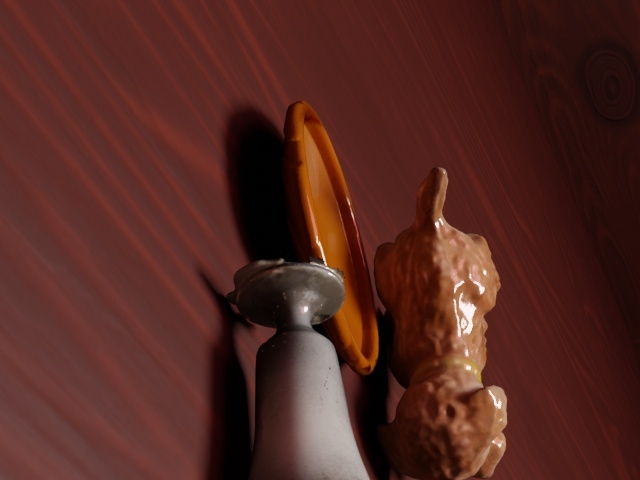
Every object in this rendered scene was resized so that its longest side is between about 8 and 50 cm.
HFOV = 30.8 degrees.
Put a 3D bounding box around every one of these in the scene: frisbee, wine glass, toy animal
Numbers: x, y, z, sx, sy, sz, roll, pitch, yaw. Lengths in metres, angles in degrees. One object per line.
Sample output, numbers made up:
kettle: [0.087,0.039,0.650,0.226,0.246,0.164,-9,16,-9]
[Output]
frisbee: [0.000,0.000,0.794,0.192,0.035,0.192,-13,90,-80]
wine glass: [-0.012,0.089,0.611,0.072,0.072,0.155,51,25,-49]
toy animal: [0.083,0.070,0.835,0.185,0.104,0.184,-78,165,-46]
